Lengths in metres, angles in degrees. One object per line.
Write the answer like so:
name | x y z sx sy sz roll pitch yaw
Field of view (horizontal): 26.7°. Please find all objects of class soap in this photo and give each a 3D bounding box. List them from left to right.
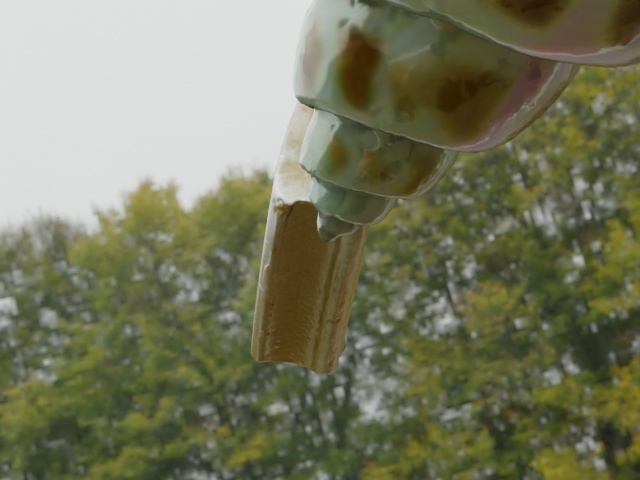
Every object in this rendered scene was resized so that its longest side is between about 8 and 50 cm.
soap | 0.000 0.000 0.967 0.073 0.140 0.232 15 -37 4

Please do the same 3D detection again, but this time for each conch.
conch | 0.083 -0.182 0.575 0.368 0.249 0.197 -50 -23 -10
